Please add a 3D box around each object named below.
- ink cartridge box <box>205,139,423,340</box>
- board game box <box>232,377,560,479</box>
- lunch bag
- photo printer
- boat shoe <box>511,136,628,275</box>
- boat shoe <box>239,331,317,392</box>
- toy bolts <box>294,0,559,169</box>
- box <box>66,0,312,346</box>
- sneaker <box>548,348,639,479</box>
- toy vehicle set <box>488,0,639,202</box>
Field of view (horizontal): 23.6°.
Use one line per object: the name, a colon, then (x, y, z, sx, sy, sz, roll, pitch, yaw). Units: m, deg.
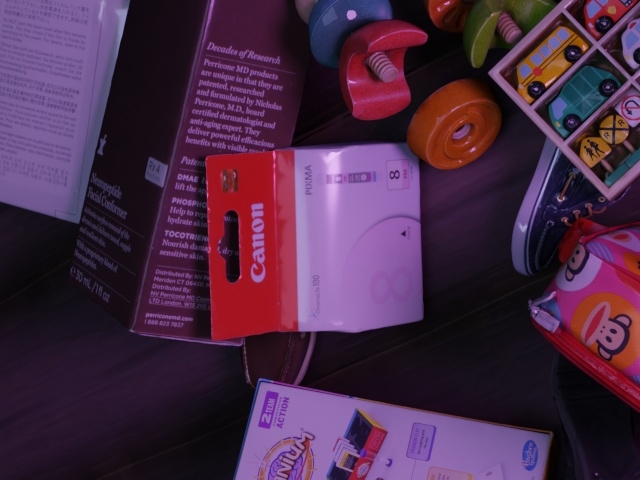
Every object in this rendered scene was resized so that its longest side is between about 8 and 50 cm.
ink cartridge box: (0.000, 0.000, 1.529, 0.066, 0.232, 0.189, 6, 100, 48)
board game box: (0.061, 0.285, 1.543, 0.316, 0.064, 0.242, 9, 72, 19)
lunch bag: (0.314, 0.066, 1.335, 0.258, 0.293, 0.120, 37, 110, 23)
photo printer: (-0.285, -0.182, 1.723, 0.256, 0.107, 0.307, 14, 102, 26)
boat shoe: (0.246, -0.037, 1.475, 0.083, 0.065, 0.183, 27, 116, 28)
boat shoe: (-0.058, 0.048, 1.639, 0.095, 0.095, 0.257, 9, 100, 27)
toy bolts: (0.081, -0.192, 1.491, 0.158, 0.228, 0.218, 55, 140, 37)
box: (-0.132, -0.102, 1.578, 0.191, 0.143, 0.381, 26, 103, 57)
sneaker: (0.263, 0.199, 1.485, 0.087, 0.130, 0.227, -4, 60, -9)
toy vehicle set: (0.306, -0.185, 1.404, 0.267, 0.035, 0.166, -44, 77, 7)
